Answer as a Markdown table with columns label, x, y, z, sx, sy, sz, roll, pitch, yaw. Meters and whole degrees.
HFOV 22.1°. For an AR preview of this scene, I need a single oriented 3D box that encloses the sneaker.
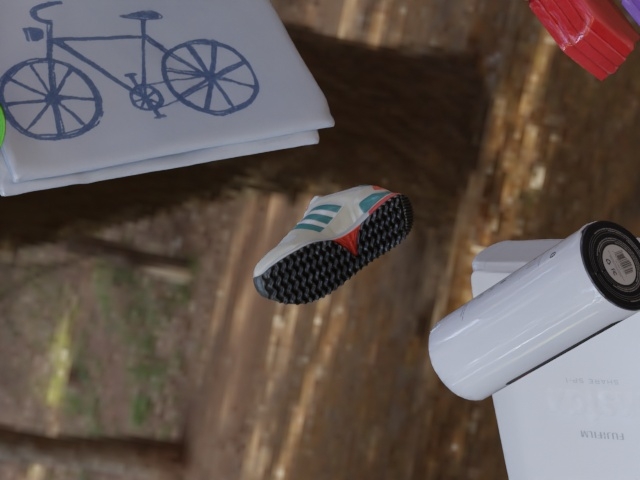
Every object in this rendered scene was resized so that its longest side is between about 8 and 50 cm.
| label | x | y | z | sx | sy | sz | roll | pitch | yaw |
| --- | --- | --- | --- | --- | --- | --- | --- | --- | --- |
| sneaker | 0.000 | 0.000 | 1.421 | 0.075 | 0.161 | 0.057 | 29 | 144 | 50 |

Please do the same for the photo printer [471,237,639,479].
| label | x | y | z | sx | sy | sz | roll | pitch | yaw |
| --- | --- | --- | --- | --- | --- | --- | --- | --- | --- |
| photo printer | 0.288 | 0.151 | 1.576 | 0.107 | 0.256 | 0.307 | -34 | -63 | -51 |

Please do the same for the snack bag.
| label | x | y | z | sx | sy | sz | roll | pitch | yaw |
| --- | --- | --- | --- | --- | --- | --- | --- | --- | --- |
| snack bag | -0.193 | -0.205 | 1.460 | 0.342 | 0.323 | 0.037 | 63 | 146 | 22 |

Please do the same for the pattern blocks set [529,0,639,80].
| label | x | y | z | sx | sy | sz | roll | pitch | yaw |
| --- | --- | --- | --- | --- | --- | --- | --- | --- | --- |
| pattern blocks set | 0.040 | -0.212 | 0.688 | 0.026 | 0.325 | 0.285 | -42 | -2 | 24 |

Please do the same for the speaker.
| label | x | y | z | sx | sy | sz | roll | pitch | yaw |
| --- | --- | --- | --- | --- | --- | --- | --- | --- | --- |
| speaker | 0.120 | 0.041 | 0.913 | 0.136 | 0.055 | 0.055 | -38 | 36 | 45 |

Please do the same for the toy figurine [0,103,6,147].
| label | x | y | z | sx | sy | sz | roll | pitch | yaw |
| --- | --- | --- | --- | --- | --- | --- | --- | --- | --- |
| toy figurine | -0.348 | -0.133 | 1.272 | 0.130 | 0.173 | 0.159 | -44 | 54 | 16 |
